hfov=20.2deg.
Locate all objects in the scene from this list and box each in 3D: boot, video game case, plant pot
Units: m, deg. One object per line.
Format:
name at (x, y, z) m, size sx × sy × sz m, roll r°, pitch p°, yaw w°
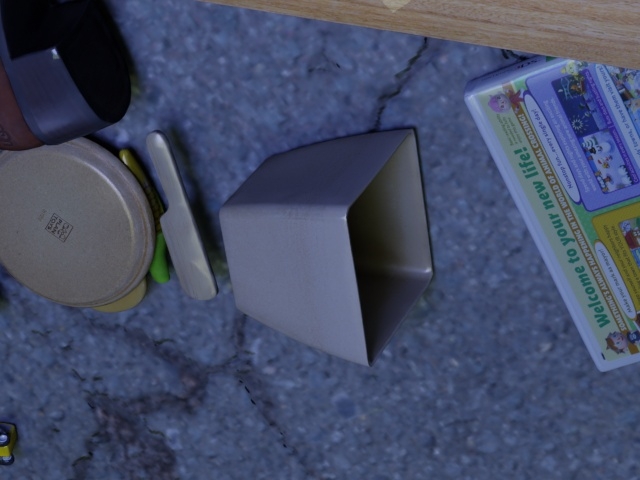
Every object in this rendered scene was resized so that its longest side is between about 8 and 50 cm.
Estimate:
boot at (-0.284, -0.155, 1.097) m, size 0.280 × 0.096 × 0.264 m, roll -10°, pitch 125°, yaw 26°
video game case at (0.215, -0.034, 1.071) m, size 0.193 × 0.023 × 0.212 m, roll -19°, pitch 115°, yaw 22°
plant pot at (0.000, 0.000, 1.097) m, size 0.096 × 0.109 × 0.109 m, roll 5°, pitch 122°, yaw 24°

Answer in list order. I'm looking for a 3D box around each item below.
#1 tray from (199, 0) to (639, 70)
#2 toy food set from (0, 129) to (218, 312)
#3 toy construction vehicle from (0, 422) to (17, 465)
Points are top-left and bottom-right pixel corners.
tray at (0.077, -0.172, 0.914) m, size 0.410 × 0.203 × 0.076 m, roll 10°, pitch 120°, yaw 7°
toy food set at (-0.160, -0.012, 1.168) m, size 0.192 × 0.038 × 0.132 m, roll -7°, pitch 111°, yaw 22°
toy construction vehicle at (-0.264, 0.114, 1.266) m, size 0.098 × 0.035 × 0.086 m, roll 4°, pitch 132°, yaw 13°
